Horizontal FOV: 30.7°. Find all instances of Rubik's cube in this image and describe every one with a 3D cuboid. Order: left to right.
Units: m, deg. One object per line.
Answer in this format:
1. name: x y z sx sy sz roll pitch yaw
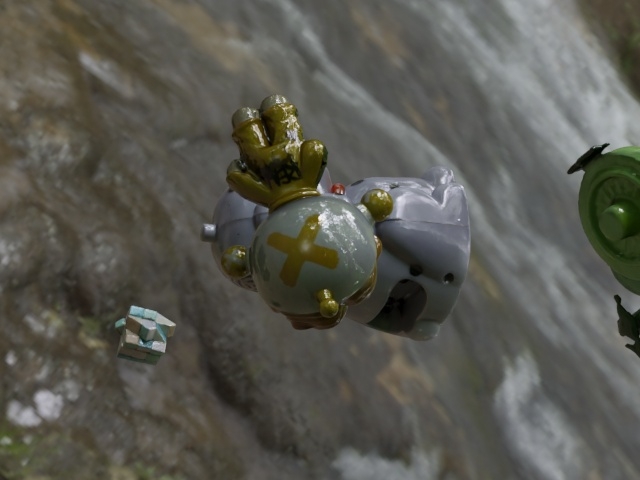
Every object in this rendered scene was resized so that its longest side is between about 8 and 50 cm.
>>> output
1. Rubik's cube: -0.253 0.132 1.688 0.075 0.084 0.073 25 54 -28

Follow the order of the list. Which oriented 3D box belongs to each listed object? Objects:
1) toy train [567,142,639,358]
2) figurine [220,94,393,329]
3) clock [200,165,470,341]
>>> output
1. toy train: 0.276 -0.022 0.684 0.159 0.271 0.188 -23 72 -31
2. figurine: -0.009 -0.019 0.683 0.068 0.101 0.143 57 36 -68
3. clock: 0.003 -0.002 1.185 0.254 0.189 0.189 12 38 -15
